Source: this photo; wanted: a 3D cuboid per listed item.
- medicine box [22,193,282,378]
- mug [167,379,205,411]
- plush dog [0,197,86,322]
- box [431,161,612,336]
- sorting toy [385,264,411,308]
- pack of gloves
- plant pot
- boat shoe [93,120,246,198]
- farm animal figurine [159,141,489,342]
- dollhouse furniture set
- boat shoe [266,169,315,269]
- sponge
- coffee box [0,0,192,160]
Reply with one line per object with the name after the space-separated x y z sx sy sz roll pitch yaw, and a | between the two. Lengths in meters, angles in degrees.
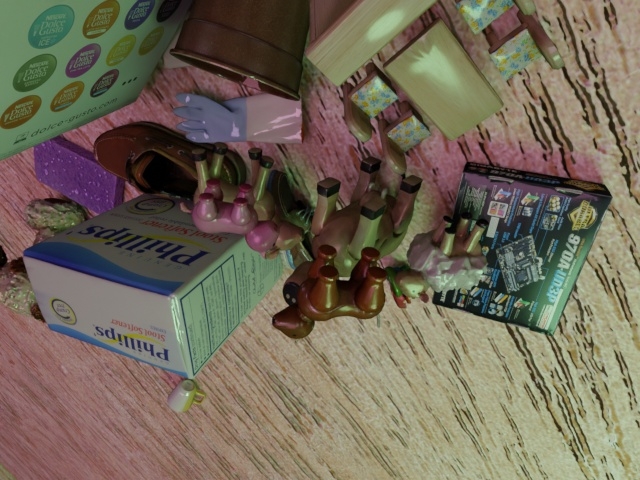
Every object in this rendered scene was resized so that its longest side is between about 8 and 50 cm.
-0.241 0.042 0.673 0.264 0.289 0.149 11 119 18 | medicine box
-0.335 0.381 1.036 0.062 0.078 0.064 50 120 34 | mug
-0.549 0.065 0.858 0.262 0.225 0.210 32 123 6 | plush dog
0.266 0.014 0.581 0.175 0.051 0.220 13 119 17 | box
0.132 0.067 0.664 0.042 0.061 0.102 -22 145 2 | sorting toy
-0.130 -0.250 0.638 0.232 0.046 0.195 5 105 18 | pack of gloves
-0.081 -0.281 0.508 0.167 0.167 0.165 21 103 13 | plant pot
-0.286 -0.136 0.714 0.308 0.104 0.110 11 119 19 | boat shoe
0.000 0.000 0.552 0.330 0.327 0.172 45 139 38 | farm animal figurine
0.107 -0.183 0.431 0.212 0.161 0.242 -33 131 32 | dollhouse furniture set
-0.041 -0.034 0.689 0.066 0.066 0.183 -1 125 19 | boat shoe
-0.498 -0.134 0.852 0.210 0.031 0.117 26 123 9 | sponge
-0.366 -0.337 0.438 0.338 0.337 0.334 43 125 -13 | coffee box
